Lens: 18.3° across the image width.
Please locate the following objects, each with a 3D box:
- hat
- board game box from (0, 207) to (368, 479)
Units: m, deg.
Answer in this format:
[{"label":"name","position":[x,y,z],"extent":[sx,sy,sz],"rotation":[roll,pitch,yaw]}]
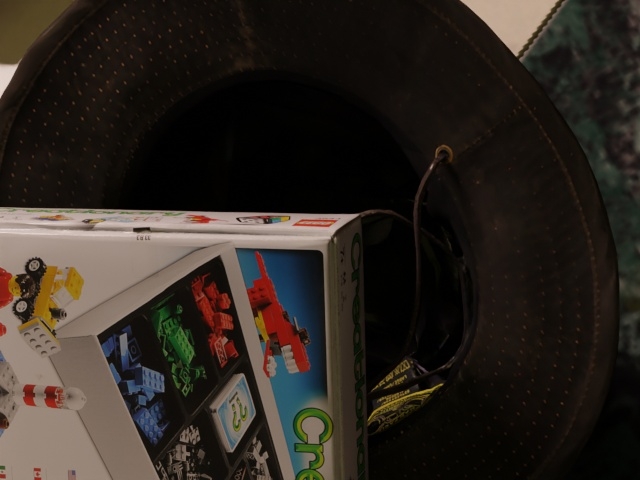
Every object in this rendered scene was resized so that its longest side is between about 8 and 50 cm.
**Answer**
[{"label":"hat","position":[0.000,0.000,1.000],"extent":[0.331,0.134,0.331],"rotation":[4,103,17]},{"label":"board game box","position":[-0.074,0.138,0.952],"extent":[0.193,0.053,0.305],"rotation":[2,102,16]}]
